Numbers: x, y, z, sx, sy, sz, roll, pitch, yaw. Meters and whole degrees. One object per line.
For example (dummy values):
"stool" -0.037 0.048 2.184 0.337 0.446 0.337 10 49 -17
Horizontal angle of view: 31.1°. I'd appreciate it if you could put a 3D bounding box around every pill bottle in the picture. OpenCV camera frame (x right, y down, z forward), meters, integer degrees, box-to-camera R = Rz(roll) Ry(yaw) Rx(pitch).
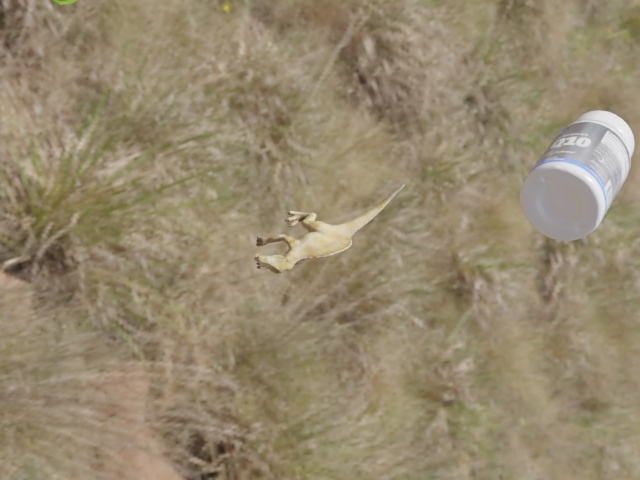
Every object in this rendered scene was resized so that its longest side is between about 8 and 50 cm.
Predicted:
"pill bottle" 0.242 -0.064 1.067 0.137 0.078 0.078 -47 115 -49

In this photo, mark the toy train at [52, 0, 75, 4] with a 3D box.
"toy train" -0.311 -0.316 1.317 0.143 0.105 0.248 48 5 36

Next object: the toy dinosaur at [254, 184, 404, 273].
"toy dinosaur" 0.000 0.000 1.126 0.183 0.093 0.053 -29 112 -34
